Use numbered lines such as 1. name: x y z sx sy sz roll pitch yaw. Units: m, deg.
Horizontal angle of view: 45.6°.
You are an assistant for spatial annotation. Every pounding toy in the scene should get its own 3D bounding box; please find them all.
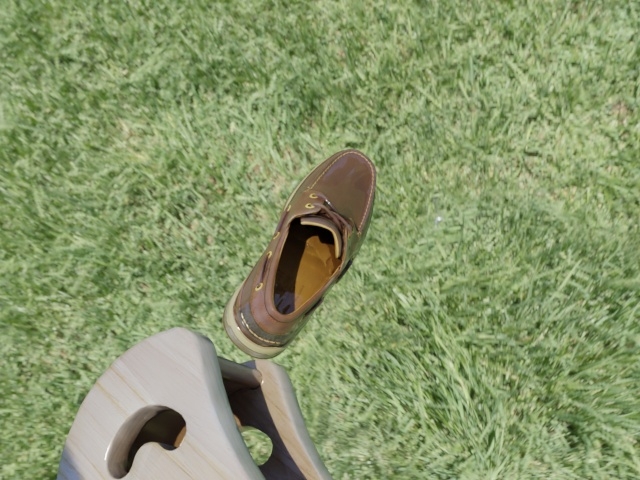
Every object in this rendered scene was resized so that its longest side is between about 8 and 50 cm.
1. pounding toy: -0.019 0.138 0.342 0.269 0.155 0.154 12 77 34

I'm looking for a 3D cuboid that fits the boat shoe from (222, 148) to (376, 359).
1. boat shoe: 0.000 0.000 0.519 0.064 0.060 0.178 36 56 -8
